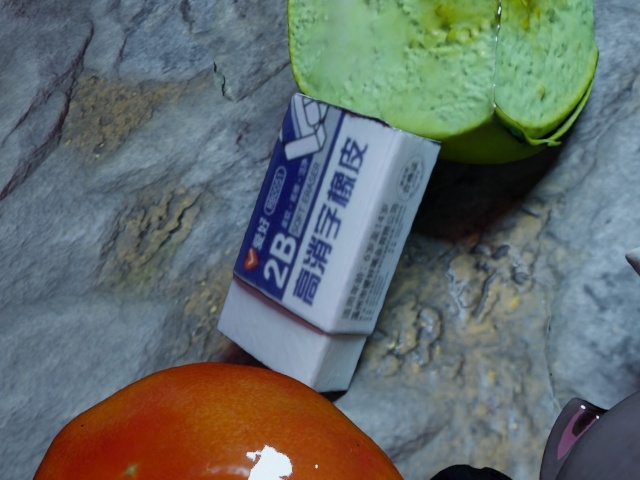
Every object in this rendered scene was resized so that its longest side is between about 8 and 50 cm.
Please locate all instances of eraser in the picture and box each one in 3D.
[{"bbox_3d":[0.000,0.000,0.599,0.124,0.068,0.210,27,102,40],"label":"eraser"}]

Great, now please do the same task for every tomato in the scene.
[{"bbox_3d":[-0.069,0.185,0.467,0.259,0.180,0.260,-15,45,15],"label":"tomato"}]

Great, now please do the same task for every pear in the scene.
[{"bbox_3d":[0.100,-0.200,0.698,0.281,0.176,0.287,-1,82,42],"label":"pear"}]

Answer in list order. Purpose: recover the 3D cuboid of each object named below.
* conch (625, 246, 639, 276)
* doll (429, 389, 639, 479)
[{"bbox_3d":[0.311,0.044,0.441,0.255,0.127,0.158,24,65,13],"label":"conch"},{"bbox_3d":[0.161,0.155,0.377,0.257,0.117,0.182,-44,39,18],"label":"doll"}]
